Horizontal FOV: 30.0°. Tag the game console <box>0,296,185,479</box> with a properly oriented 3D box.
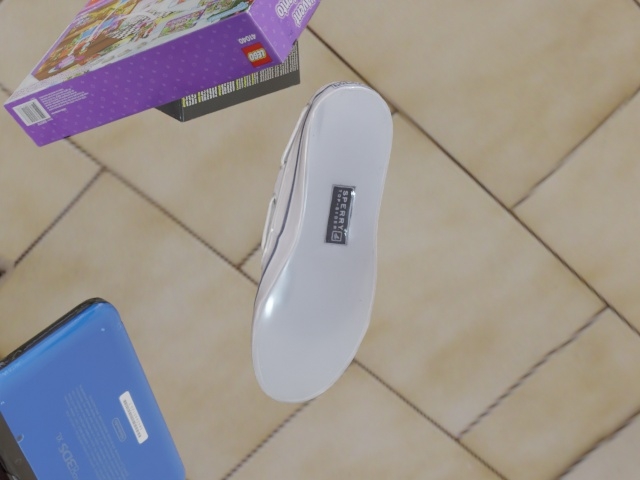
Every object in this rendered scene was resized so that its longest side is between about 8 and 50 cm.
[{"bbox_3d":[-0.316,0.205,1.255,0.250,0.173,0.293,-38,133,-27],"label":"game console"}]

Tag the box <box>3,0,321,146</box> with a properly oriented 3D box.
[{"bbox_3d":[-0.123,-0.195,1.060,0.293,0.201,0.057,-12,127,36],"label":"box"}]

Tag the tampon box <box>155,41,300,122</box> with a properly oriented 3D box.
[{"bbox_3d":[-0.121,-0.211,1.309,0.161,0.120,0.101,-23,124,-32],"label":"tampon box"}]

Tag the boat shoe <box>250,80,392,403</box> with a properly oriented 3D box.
[{"bbox_3d":[0.000,0.000,0.958,0.095,0.084,0.258,15,98,-15],"label":"boat shoe"}]
